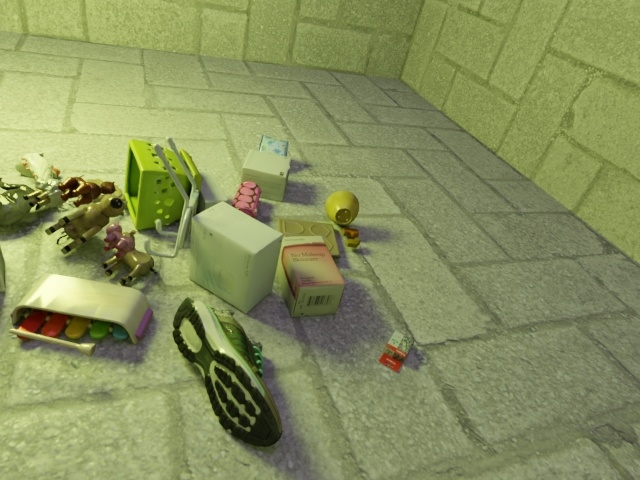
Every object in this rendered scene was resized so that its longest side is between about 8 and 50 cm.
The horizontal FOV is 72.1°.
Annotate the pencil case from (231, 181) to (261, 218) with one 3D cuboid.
[{"bbox_3d":[-0.271,-0.140,1.632,0.098,0.095,0.209,-19,36,13],"label":"pencil case"}]

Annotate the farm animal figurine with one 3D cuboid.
[{"bbox_3d":[-0.631,-0.046,1.270,0.326,0.331,0.172,-1,30,28],"label":"farm animal figurine"}]

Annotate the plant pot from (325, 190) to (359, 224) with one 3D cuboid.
[{"bbox_3d":[0.086,-0.111,1.666,0.134,0.134,0.095,10,26,-7],"label":"plant pot"}]

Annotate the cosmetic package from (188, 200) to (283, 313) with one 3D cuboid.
[{"bbox_3d":[-0.248,0.047,1.264,0.224,0.224,0.138,27,36,17],"label":"cosmetic package"}]

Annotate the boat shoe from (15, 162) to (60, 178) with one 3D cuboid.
[{"bbox_3d":[-0.997,-0.249,1.554,0.136,0.049,0.043,10,32,-11],"label":"boat shoe"}]

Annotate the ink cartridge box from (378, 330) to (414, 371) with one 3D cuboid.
[{"bbox_3d":[0.215,0.311,1.239,0.062,0.029,0.115,28,37,17],"label":"ink cartridge box"}]

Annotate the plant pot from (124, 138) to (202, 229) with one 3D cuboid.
[{"bbox_3d":[-0.534,-0.190,1.497,0.207,0.228,0.227,-3,38,-33],"label":"plant pot"}]

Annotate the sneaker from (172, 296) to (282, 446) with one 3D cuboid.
[{"bbox_3d":[-0.186,0.286,1.051,0.182,0.158,0.410,0,39,-49],"label":"sneaker"}]

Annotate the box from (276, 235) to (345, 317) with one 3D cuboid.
[{"bbox_3d":[-0.039,0.104,1.346,0.148,0.127,0.232,-2,39,-22],"label":"box"}]

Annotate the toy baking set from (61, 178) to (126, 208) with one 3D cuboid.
[{"bbox_3d":[-0.755,-0.145,1.474,0.196,0.030,0.256,-1,32,-41],"label":"toy baking set"}]

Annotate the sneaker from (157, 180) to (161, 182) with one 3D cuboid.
[{"bbox_3d":[-0.566,-0.242,1.675,0.221,0.083,0.087,-22,57,-36],"label":"sneaker"}]

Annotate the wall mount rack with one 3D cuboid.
[{"bbox_3d":[-0.422,-0.126,1.270,0.130,0.305,0.350,12,16,-14],"label":"wall mount rack"}]

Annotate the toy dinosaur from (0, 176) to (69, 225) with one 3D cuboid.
[{"bbox_3d":[-0.935,-0.108,1.322,0.160,0.121,0.314,14,32,10],"label":"toy dinosaur"}]

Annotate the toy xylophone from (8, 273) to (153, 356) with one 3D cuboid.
[{"bbox_3d":[-0.596,0.184,1.076,0.322,0.081,0.236,16,35,2],"label":"toy xylophone"}]

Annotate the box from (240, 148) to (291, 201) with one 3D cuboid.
[{"bbox_3d":[-0.222,-0.268,1.797,0.181,0.119,0.181,12,35,-4],"label":"box"}]

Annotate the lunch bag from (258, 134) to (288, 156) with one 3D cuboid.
[{"bbox_3d":[-0.218,-0.378,1.975,0.128,0.096,0.151,11,65,-4],"label":"lunch bag"}]

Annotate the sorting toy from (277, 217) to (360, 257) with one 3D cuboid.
[{"bbox_3d":[0.000,0.000,1.586,0.306,0.041,0.229,6,32,-13],"label":"sorting toy"}]

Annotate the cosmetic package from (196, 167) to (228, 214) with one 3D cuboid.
[{"bbox_3d":[-0.410,-0.156,1.580,0.085,0.118,0.231,-8,40,-28],"label":"cosmetic package"}]

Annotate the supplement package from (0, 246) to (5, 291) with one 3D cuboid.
[{"bbox_3d":[-0.932,0.057,1.079,0.243,0.139,0.134,-10,41,-30],"label":"supplement package"}]

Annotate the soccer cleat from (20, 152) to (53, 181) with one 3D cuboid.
[{"bbox_3d":[-0.936,-0.227,1.492,0.076,0.068,0.196,-30,73,-36],"label":"soccer cleat"}]
